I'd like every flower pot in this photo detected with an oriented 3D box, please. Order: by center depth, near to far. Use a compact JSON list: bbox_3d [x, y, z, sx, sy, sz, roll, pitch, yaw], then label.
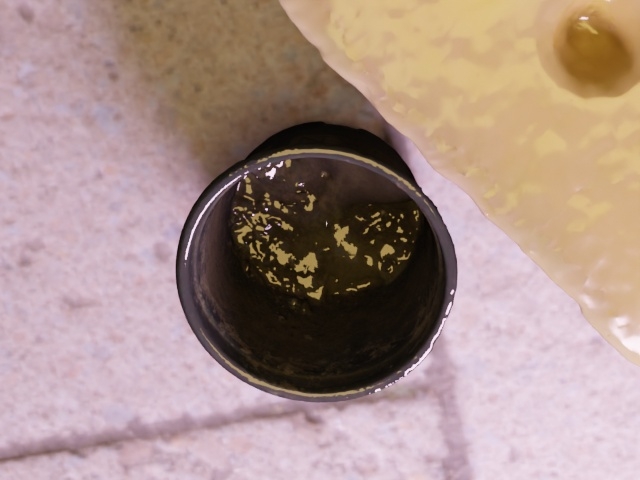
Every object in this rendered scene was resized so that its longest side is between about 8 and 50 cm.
[{"bbox_3d":[0.000,0.000,0.947,0.157,0.107,0.157,1,115,3],"label":"flower pot"}]

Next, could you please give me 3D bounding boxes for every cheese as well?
[{"bbox_3d":[0.204,-0.142,0.879,0.384,0.104,0.384,1,113,4],"label":"cheese"}]
